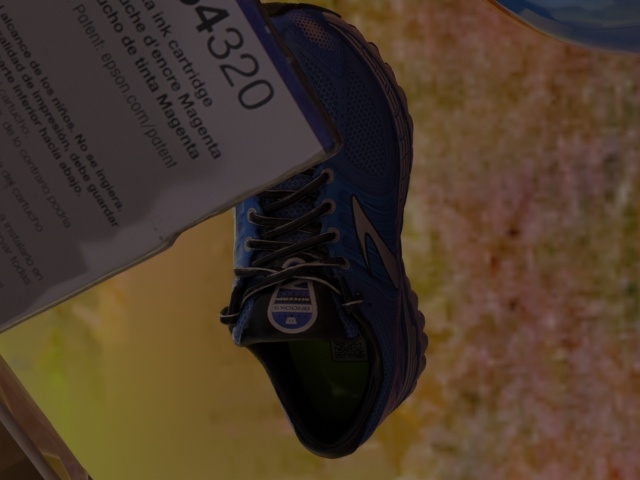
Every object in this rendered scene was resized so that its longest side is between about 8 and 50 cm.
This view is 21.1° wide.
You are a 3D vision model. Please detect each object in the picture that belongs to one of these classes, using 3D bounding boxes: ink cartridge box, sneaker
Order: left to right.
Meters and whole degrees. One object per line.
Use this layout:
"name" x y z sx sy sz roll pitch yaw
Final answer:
"ink cartridge box" -0.200 -0.105 0.632 0.324 0.330 0.071 60 -160 -11
"sneaker" 0.000 0.000 1.160 0.147 0.130 0.330 -63 -37 -62

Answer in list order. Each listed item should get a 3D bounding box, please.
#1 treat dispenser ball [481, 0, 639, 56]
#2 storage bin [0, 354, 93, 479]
"treat dispenser ball" 0.175 -0.242 0.917 0.288 0.288 0.288 176 90 -80
"storage bin" -0.316 0.144 1.097 0.262 0.260 0.123 57 -179 -18
